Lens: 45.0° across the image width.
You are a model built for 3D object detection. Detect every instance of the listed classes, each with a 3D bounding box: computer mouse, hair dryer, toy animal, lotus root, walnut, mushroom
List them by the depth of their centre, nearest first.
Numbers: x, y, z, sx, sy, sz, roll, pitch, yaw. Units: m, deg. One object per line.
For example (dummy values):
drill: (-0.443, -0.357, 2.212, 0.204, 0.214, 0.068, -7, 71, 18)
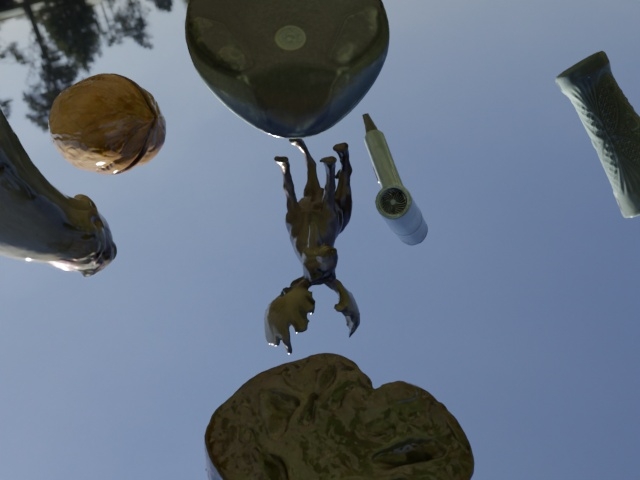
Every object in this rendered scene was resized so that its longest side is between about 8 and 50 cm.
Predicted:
computer mouse: (-0.036, -0.246, 0.691, 0.167, 0.379, 0.090, -1, 156, -5)
toy animal: (0.000, 0.000, 0.796, 0.093, 0.186, 0.214, 2, -159, 11)
mushroom: (-0.384, -0.091, 0.890, 0.126, 0.397, 0.177, -14, -147, 25)
hair dryer: (0.074, -0.091, 0.929, 0.044, 0.183, 0.155, -23, 165, 8)
walnut: (-0.291, -0.158, 1.054, 0.180, 0.144, 0.144, 5, -151, 37)
lotus root: (0.016, 0.337, 1.116, 0.390, 0.111, 0.375, 12, -135, 13)

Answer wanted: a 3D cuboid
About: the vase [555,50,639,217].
vase: (0.407, -0.148, 1.059, 0.096, 0.219, 0.096, -30, 180, 0)
